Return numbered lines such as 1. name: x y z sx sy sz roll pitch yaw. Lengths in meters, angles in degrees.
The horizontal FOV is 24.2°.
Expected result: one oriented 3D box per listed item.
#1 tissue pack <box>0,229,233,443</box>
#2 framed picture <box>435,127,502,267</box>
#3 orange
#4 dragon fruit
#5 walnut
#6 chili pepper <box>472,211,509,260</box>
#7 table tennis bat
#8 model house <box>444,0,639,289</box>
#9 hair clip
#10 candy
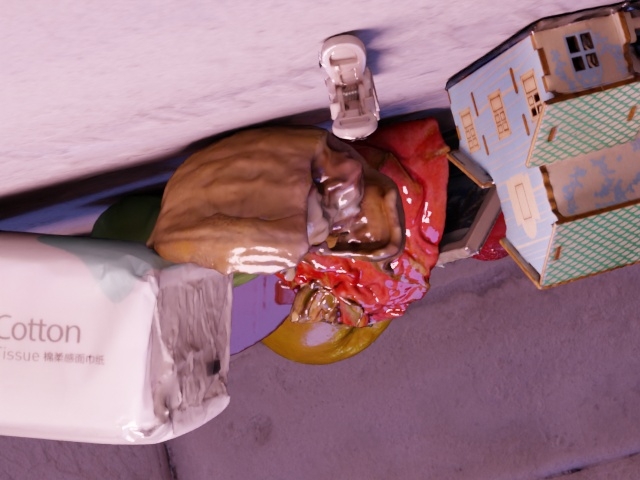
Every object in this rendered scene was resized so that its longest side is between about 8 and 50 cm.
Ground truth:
1. tissue pack: -0.282 0.088 1.469 0.356 0.194 0.266 3 -178 14
2. framed picture: 0.123 -0.046 1.726 0.315 0.024 0.232 -17 -144 54
3. orange: 0.001 0.068 2.426 0.279 0.235 0.279 -31 150 -21
4. dragon fruit: 0.000 0.000 1.619 0.152 0.205 0.317 -10 175 -37
5. walnut: -0.046 -0.038 1.382 0.204 0.141 0.238 7 -175 35
6. chili pepper: 0.252 -0.050 2.078 0.110 0.110 0.387 -13 161 -12
7. table tennis bat: -0.128 0.072 2.149 0.414 0.051 0.268 -4 131 -8
8. model house: 0.230 -0.074 1.278 0.178 0.206 0.271 -12 176 -17
9. hair clip: 0.025 -0.116 1.120 0.034 0.072 0.226 -9 -174 5
10. candy: -0.149 0.002 1.777 0.142 0.132 0.343 -40 172 14
